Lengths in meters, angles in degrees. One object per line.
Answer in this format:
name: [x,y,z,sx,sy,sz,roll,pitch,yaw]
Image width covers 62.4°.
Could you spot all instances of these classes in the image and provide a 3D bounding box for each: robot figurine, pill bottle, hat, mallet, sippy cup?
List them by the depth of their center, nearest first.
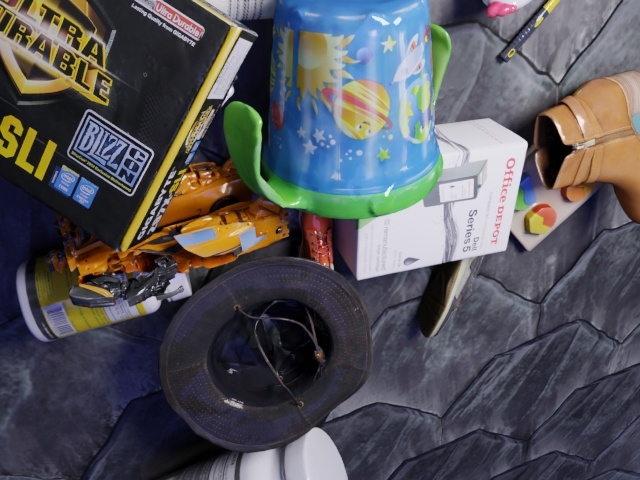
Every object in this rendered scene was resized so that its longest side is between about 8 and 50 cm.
sippy cup: [0.036,-0.180,0.630,0.240,0.306,0.224,4,130,9]
robot figurine: [-0.201,-0.024,0.681,0.291,0.211,0.085,-18,136,-21]
pill bottle: [-0.295,0.058,0.742,0.208,0.119,0.119,-15,124,-12]
mallet: [0.332,-0.351,0.778,0.189,0.039,0.062,-44,127,14]
hat: [-0.088,0.159,0.844,0.331,0.134,0.332,-4,108,-11]
pill bottle: [-0.141,0.490,0.969,0.362,0.210,0.210,-26,127,14]

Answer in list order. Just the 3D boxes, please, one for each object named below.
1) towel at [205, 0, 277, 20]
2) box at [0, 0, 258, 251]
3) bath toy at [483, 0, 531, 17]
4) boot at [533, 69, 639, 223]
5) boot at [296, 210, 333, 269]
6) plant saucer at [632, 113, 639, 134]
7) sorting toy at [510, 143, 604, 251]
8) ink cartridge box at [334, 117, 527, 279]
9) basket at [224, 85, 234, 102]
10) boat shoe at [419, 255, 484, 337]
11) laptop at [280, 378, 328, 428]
towel: [-0.058,-0.373,0.536,0.324,0.056,0.312,-8,145,-17]
box: [-0.265,-0.181,0.535,0.322,0.079,0.257,33,108,0]
bath toy: [0.207,-0.398,0.594,0.129,0.151,0.348,-56,151,-9]
boot: [0.469,-0.123,0.878,0.220,0.109,0.284,-27,112,-21]
boot: [0.000,0.000,0.840,0.059,0.085,0.158,-6,121,-15]
plant saucer: [0.596,-0.195,0.983,0.067,0.018,0.192,-25,127,-4]
sorting toy: [0.415,-0.091,0.966,0.193,0.038,0.208,-45,125,10]
ink cartridge box: [0.167,-0.069,0.838,0.272,0.115,0.198,-10,123,-15]
basket: [-0.201,-0.167,0.641,0.167,0.113,0.103,-46,123,11]
boat shoe: [0.252,0.089,0.992,0.073,0.080,0.224,7,113,-19]
laptop: [-0.103,0.287,1.024,0.264,0.137,0.234,-22,130,26]
